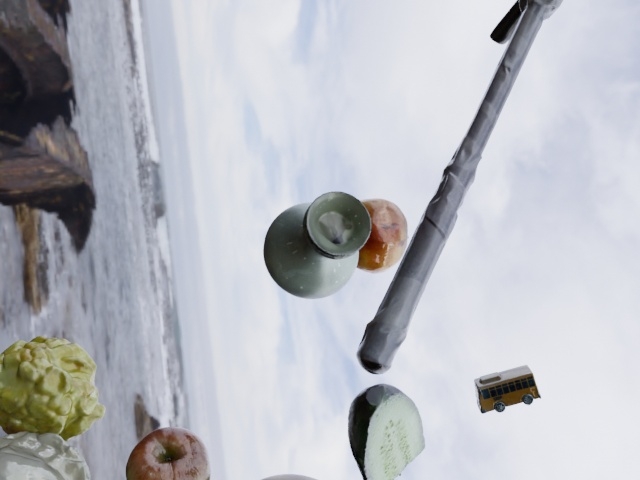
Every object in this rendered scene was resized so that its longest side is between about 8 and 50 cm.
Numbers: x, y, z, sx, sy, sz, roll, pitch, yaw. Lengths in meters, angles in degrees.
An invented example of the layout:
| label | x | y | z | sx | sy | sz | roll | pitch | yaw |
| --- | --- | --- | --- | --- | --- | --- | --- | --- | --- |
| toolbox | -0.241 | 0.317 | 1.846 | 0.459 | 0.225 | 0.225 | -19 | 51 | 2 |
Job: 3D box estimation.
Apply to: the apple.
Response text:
| label | x | y | z | sx | sy | sz | roll | pitch | yaw |
| --- | --- | --- | --- | --- | --- | --- | --- | --- | --- |
| apple | -0.230 | 0.347 | 0.920 | 0.126 | 0.126 | 0.102 | -111 | -155 | -47 |

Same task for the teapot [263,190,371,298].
| label | x | y | z | sx | sy | sz | roll | pitch | yaw |
| --- | --- | --- | --- | --- | --- | --- | --- | --- | --- |
| teapot | 0.000 | 0.000 | 1.059 | 0.251 | 0.183 | 0.184 | 132 | -49 | -71 |

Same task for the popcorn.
| label | x | y | z | sx | sy | sz | roll | pitch | yaw |
| --- | --- | --- | --- | --- | --- | --- | --- | --- | --- |
| popcorn | -0.550 | 0.306 | 1.212 | 0.217 | 0.235 | 0.181 | -49 | -167 | 21 |

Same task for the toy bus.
| label | x | y | z | sx | sy | sz | roll | pitch | yaw |
| --- | --- | --- | --- | --- | --- | --- | --- | --- | --- |
| toy bus | 0.552 | 0.444 | 1.818 | 0.091 | 0.182 | 0.103 | -61 | 132 | -80 |

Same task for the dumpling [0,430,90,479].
| label | x | y | z | sx | sy | sz | roll | pitch | yaw |
| --- | --- | --- | --- | --- | --- | --- | --- | --- | --- |
| dumpling | -0.509 | 0.434 | 1.061 | 0.258 | 0.193 | 0.147 | 39 | -44 | 21 |

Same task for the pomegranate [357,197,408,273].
| label | x | y | z | sx | sy | sz | roll | pitch | yaw |
| --- | --- | --- | --- | --- | --- | --- | --- | --- | --- |
| pomegranate | 0.140 | -0.011 | 1.672 | 0.209 | 0.209 | 0.209 | 174 | -90 | -76 |

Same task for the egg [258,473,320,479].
| label | x | y | z | sx | sy | sz | roll | pitch | yaw |
| --- | --- | --- | --- | --- | --- | --- | --- | --- | --- |
| egg | -0.035 | 0.586 | 1.103 | 0.351 | 0.282 | 0.283 | 20 | -57 | 32 |

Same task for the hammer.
| label | x | y | z | sx | sy | sz | roll | pitch | yaw |
| --- | --- | --- | --- | --- | --- | --- | --- | --- | --- |
| hammer | 0.132 | -0.083 | 0.522 | 0.427 | 0.044 | 0.152 | -62 | -179 | -15 |

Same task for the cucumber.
| label | x | y | z | sx | sy | sz | roll | pitch | yaw |
| --- | --- | --- | --- | --- | --- | --- | --- | --- | --- |
| cucumber | 0.079 | 0.250 | 0.805 | 0.063 | 0.115 | 0.244 | 34 | -27 | 32 |
